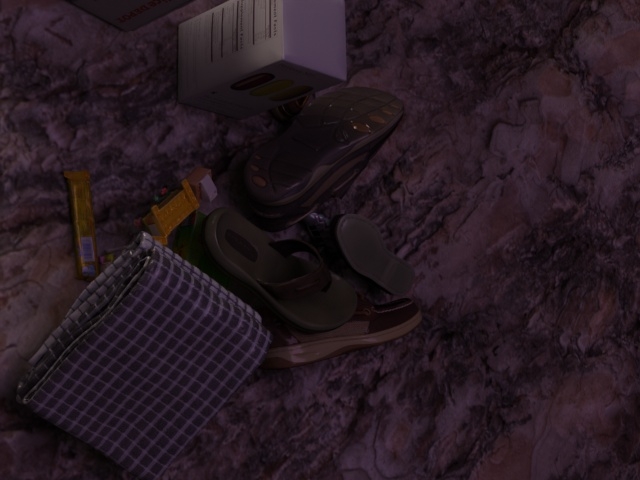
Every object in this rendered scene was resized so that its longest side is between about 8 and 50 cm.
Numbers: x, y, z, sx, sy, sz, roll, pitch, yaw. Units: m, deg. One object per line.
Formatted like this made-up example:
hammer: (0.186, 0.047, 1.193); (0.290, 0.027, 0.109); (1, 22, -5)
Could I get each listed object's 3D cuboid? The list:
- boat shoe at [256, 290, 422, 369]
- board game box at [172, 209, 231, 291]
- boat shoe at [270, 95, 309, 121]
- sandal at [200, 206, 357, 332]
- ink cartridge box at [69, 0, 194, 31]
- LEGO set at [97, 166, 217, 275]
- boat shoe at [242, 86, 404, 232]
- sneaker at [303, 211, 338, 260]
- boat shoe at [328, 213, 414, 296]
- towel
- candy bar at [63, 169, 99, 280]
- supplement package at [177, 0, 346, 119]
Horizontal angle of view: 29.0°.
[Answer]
boat shoe: (0.030, 0.119, 2.002); (0.342, 0.123, 0.123); (-11, 90, -39)
board game box: (-0.182, 0.057, 1.855); (0.092, 0.043, 0.181); (28, 62, -38)
boat shoe: (-0.028, -0.279, 2.078); (0.064, 0.060, 0.178); (39, 55, -32)
sandal: (-0.048, 0.045, 1.844); (0.302, 0.086, 0.120); (33, 47, -36)
ink cartridge box: (-0.313, -0.422, 1.732); (0.273, 0.197, 0.114); (26, 62, -39)
LEGO set: (-0.243, 0.010, 1.774); (0.132, 0.107, 0.287); (36, 52, -44)
boat shoe: (0.001, -0.136, 2.034); (0.355, 0.132, 0.130); (-35, 148, -34)
sneaker: (0.000, 0.000, 2.054); (0.098, 0.038, 0.069); (35, 57, -34)
boat shoe: (0.073, 0.022, 2.074); (0.081, 0.068, 0.228); (-58, 135, -12)
towel: (-0.232, 0.163, 1.628); (0.235, 0.121, 0.284); (37, 97, -34)
candy bar: (-0.335, -0.021, 1.740); (0.040, 0.018, 0.162); (-1, 82, -41)
supplement package: (-0.092, -0.288, 1.886); (0.139, 0.244, 0.134); (11, 72, -42)
